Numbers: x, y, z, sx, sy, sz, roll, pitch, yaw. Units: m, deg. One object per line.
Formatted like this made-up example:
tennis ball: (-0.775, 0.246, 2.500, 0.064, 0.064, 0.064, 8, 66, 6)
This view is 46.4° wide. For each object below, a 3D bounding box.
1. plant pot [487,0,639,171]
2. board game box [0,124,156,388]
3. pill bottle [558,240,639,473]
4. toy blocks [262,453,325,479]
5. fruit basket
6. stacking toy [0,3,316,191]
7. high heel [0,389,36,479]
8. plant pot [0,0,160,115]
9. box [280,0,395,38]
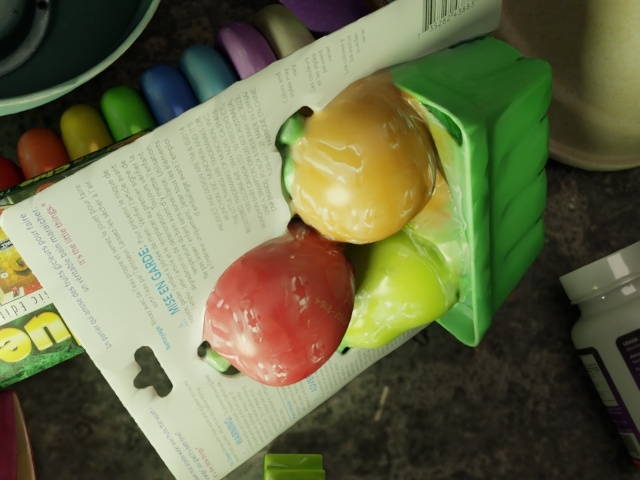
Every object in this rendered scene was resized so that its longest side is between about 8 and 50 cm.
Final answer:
plant pot: (0.319, -0.265, 0.644, 0.334, 0.305, 0.333, 5, 75, -19)
board game box: (-0.212, 0.029, 0.547, 0.260, 0.030, 0.136, -25, 118, -6)
pill bottle: (0.291, 0.103, 0.659, 0.108, 0.108, 0.193, -22, 81, -17)
toy blocks: (0.025, 0.329, 0.456, 0.191, 0.261, 0.381, 4, 74, -11)
fruit basket: (0.000, 0.000, 0.545, 0.353, 0.327, 0.165, -30, 47, -13)
stacking toy: (-0.155, -0.075, 0.606, 0.331, 0.141, 0.141, -23, 81, -11)
high heel: (-0.194, 0.227, 0.537, 0.244, 0.082, 0.117, 42, 69, 10)
plant pot: (-0.276, -0.219, 0.555, 0.293, 0.196, 0.292, 3, 84, -26)
box: (0.024, -0.255, 0.618, 0.057, 0.293, 0.200, -12, 74, 25)
